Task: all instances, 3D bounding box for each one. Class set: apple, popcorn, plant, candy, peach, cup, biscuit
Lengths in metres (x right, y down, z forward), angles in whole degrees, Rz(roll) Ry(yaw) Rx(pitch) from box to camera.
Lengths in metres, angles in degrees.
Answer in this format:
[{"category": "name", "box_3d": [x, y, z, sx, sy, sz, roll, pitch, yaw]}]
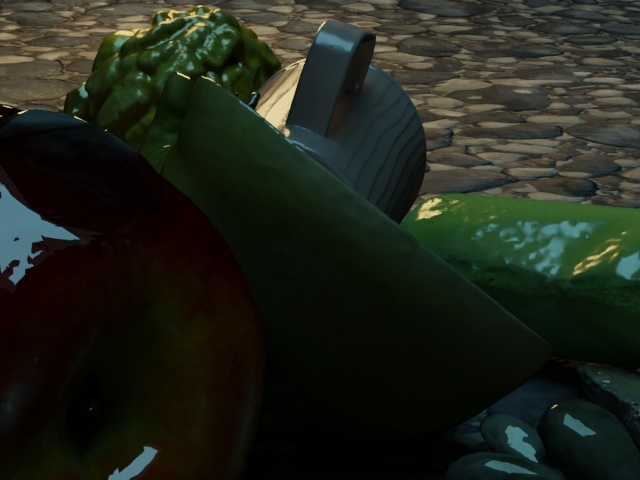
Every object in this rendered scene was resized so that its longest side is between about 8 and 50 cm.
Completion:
[{"category": "apple", "box_3d": [0.000, 0.000, 1.551, 0.360, 0.320, 0.311, 36, 43, -20]}, {"category": "popcorn", "box_3d": [-0.164, -0.157, 2.199, 0.270, 0.224, 0.258, -13, 6, -19]}, {"category": "plant", "box_3d": [0.225, 0.197, 1.316, 0.275, 0.149, 0.146, 17, 4, 31]}, {"category": "candy", "box_3d": [0.230, 0.038, 1.753, 0.344, 0.132, 0.142, 8, 32, 30]}, {"category": "peach", "box_3d": [-0.214, 0.066, 1.300, 0.335, 0.310, 0.406, -2, 31, -30]}, {"category": "cup", "box_3d": [0.003, -0.070, 1.882, 0.208, 0.288, 0.273, 44, 25, -4]}, {"category": "biscuit", "box_3d": [0.331, 0.164, 1.587, 0.141, 0.038, 0.290, 2, 15, -17]}]

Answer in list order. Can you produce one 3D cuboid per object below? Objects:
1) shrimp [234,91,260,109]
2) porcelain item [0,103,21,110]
[{"category": "shrimp", "box_3d": [-0.094, -0.016, 1.746, 0.144, 0.251, 0.052, 25, 16, -3]}, {"category": "porcelain item", "box_3d": [-0.256, 0.001, 1.640, 0.138, 0.288, 0.186, -36, -3, -17]}]
